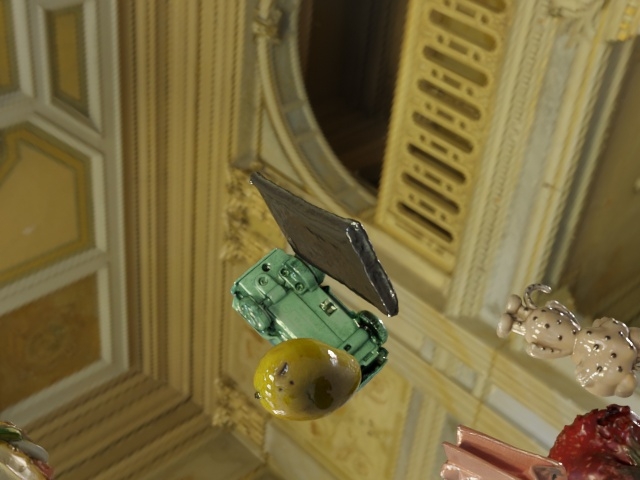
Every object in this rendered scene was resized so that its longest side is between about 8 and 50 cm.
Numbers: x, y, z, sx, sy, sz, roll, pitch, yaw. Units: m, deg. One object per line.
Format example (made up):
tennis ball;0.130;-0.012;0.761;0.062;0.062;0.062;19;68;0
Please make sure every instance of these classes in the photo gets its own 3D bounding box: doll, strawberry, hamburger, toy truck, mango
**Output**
doll;0.472;0.183;1.754;0.154;0.278;0.119;-51;-23;-23
strawberry;0.517;0.431;1.671;0.274;0.274;0.220;-31;-4;-33
hamburger;-0.472;0.318;1.250;0.237;0.236;0.147;84;-162;-46
toy truck;-0.018;0.143;1.590;0.155;0.279;0.156;-41;-16;-18
mango;-0.010;0.172;1.169;0.161;0.076;0.103;6;-84;-44

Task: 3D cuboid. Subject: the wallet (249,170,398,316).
wallet;0.001;0.000;1.196;0.030;0.285;0.146;-35;-60;-14

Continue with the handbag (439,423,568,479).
handbag;0.226;0.331;1.143;0.059;0.157;0.213;-40;-48;-35
